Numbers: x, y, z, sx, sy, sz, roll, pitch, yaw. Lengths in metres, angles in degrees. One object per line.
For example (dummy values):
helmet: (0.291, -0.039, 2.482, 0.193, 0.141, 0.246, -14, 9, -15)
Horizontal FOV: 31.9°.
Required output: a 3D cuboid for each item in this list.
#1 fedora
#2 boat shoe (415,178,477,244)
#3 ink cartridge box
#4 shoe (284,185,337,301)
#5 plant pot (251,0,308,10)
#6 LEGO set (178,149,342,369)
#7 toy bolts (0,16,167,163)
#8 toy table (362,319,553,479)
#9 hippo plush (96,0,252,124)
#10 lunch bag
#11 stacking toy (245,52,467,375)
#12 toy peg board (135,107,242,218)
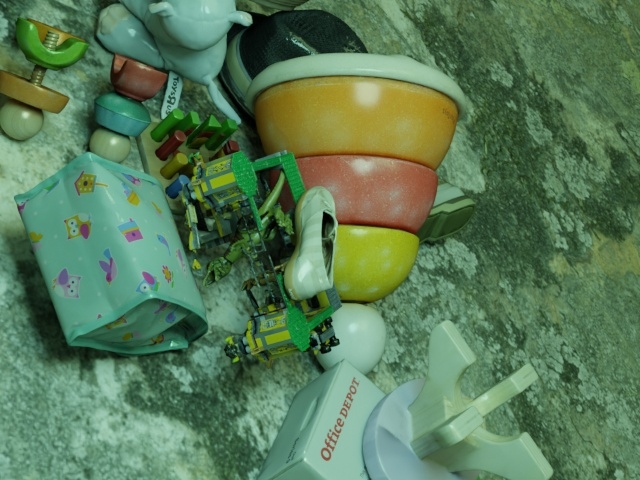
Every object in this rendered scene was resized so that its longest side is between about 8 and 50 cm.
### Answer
fedora: (-0.023, -0.315, 1.989, 0.334, 0.152, 0.334, 27, 44, -29)
boat shoe: (0.148, -0.049, 2.003, 0.302, 0.113, 0.103, -10, 48, -47)
ink cartridge box: (0.072, 0.343, 1.587, 0.289, 0.121, 0.211, 42, 38, -12)
shoe: (0.000, 0.000, 1.537, 0.076, 0.058, 0.219, 57, 28, -33)
plant pot: (-0.084, -0.460, 1.888, 0.237, 0.110, 0.237, 19, 21, -8)
LEGO set: (-0.120, 0.028, 1.572, 0.331, 0.192, 0.255, 68, 24, -11)
toy bolts: (-0.358, -0.210, 1.623, 0.228, 0.159, 0.218, 19, 7, -22)
toy table: (0.192, 0.251, 1.557, 0.252, 0.161, 0.274, 50, 35, -2)
hippo plush: (-0.225, -0.344, 1.691, 0.234, 0.236, 0.294, 2, 85, -8)
lunch bag: (-0.253, 0.029, 1.472, 0.223, 0.160, 0.262, 65, 12, 17)
stacking toy: (0.045, -0.025, 1.736, 0.350, 0.350, 0.480, 13, 75, -39)
toy peg board: (-0.187, -0.124, 1.730, 0.161, 0.079, 0.161, 6, 57, -43)
